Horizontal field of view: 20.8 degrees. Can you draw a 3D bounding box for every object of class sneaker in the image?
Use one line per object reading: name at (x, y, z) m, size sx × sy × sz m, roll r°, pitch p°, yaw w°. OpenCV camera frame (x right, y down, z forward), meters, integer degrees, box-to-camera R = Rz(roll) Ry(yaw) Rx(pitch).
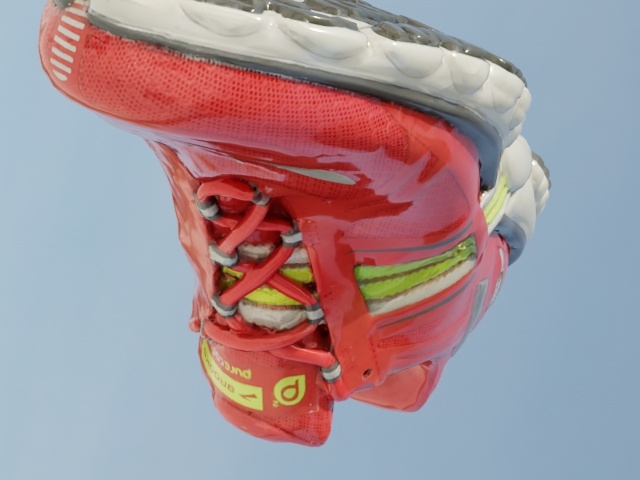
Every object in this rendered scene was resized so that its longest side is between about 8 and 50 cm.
sneaker at (0.000, 0.000, 0.496) m, size 0.107 × 0.279 × 0.118 m, roll 22°, pitch -94°, yaw 23°
